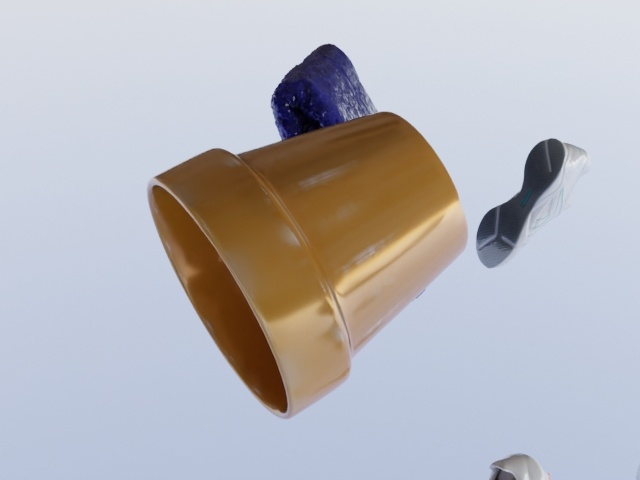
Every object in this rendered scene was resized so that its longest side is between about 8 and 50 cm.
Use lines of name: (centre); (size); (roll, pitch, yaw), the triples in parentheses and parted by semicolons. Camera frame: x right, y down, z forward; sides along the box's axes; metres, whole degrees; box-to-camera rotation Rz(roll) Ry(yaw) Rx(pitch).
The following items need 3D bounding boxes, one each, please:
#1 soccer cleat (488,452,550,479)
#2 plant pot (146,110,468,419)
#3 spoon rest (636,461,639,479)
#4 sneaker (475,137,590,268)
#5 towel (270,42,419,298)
soccer cleat: (0.176, 0.303, 1.223); (0.068, 0.196, 0.076); (2, 174, 45)
plant pot: (0.000, 0.000, 0.964); (0.188, 0.205, 0.205); (-30, -150, -16)
spoon rest: (0.321, 0.116, 0.806); (0.276, 0.084, 0.137); (-21, -168, -28)
sneaker: (0.204, -0.029, 1.202); (0.061, 0.152, 0.054); (4, -138, -40)
towel: (0.030, -0.069, 1.219); (0.076, 0.228, 0.308); (-31, -172, 11)
